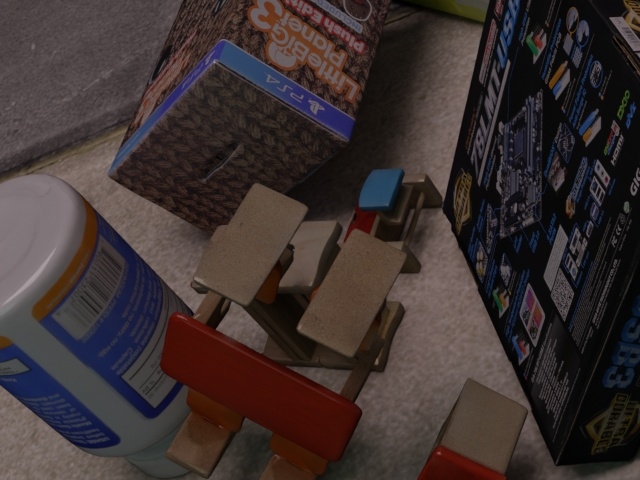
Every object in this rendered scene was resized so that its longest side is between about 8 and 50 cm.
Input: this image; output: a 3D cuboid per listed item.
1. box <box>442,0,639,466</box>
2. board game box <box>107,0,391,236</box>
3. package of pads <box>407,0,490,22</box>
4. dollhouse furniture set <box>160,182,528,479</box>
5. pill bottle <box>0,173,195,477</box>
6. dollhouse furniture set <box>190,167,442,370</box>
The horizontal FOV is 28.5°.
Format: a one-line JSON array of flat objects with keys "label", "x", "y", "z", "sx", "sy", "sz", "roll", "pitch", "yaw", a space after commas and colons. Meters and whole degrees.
[{"label": "box", "x": 0.181, "y": -0.045, "z": 0.899, "sx": 0.073, "sy": 0.296, "sz": 0.293, "roll": -1, "pitch": 40, "yaw": -13}, {"label": "board game box", "x": -0.056, "y": -0.185, "z": 1.225, "sx": 0.232, "sy": 0.141, "sz": 0.291, "roll": -37, "pitch": 30, "yaw": 49}, {"label": "package of pads", "x": 0.198, "y": -0.334, "z": 1.280, "sx": 0.229, "sy": 0.101, "sz": 0.296, "roll": -49, "pitch": 43, "yaw": -13}, {"label": "dollhouse furniture set", "x": 0.003, "y": 0.129, "z": 0.893, "sx": 0.259, "sy": 0.262, "sz": 0.135, "roll": 26, "pitch": 53, "yaw": 7}, {"label": "pill bottle", "x": -0.186, "y": 0.084, "z": 1.040, "sx": 0.152, "sy": 0.272, "sz": 0.152, "roll": -19, "pitch": 45, "yaw": 20}, {"label": "dollhouse furniture set", "x": 0.000, "y": 0.000, "z": 1.094, "sx": 0.128, "sy": 0.129, "sz": 0.184, "roll": -1, "pitch": 54, "yaw": 35}]
